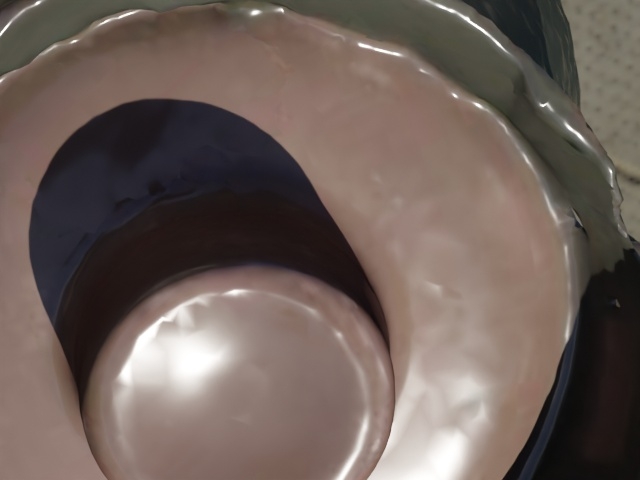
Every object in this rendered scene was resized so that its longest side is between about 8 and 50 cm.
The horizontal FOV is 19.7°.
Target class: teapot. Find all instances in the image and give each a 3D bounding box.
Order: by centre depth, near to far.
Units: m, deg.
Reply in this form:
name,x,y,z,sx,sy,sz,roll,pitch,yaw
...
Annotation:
name,x,y,z,sx,sy,sz,roll,pitch,yaw
teapot,0.000,0.000,0.640,0.376,0.362,0.305,6,107,-6
